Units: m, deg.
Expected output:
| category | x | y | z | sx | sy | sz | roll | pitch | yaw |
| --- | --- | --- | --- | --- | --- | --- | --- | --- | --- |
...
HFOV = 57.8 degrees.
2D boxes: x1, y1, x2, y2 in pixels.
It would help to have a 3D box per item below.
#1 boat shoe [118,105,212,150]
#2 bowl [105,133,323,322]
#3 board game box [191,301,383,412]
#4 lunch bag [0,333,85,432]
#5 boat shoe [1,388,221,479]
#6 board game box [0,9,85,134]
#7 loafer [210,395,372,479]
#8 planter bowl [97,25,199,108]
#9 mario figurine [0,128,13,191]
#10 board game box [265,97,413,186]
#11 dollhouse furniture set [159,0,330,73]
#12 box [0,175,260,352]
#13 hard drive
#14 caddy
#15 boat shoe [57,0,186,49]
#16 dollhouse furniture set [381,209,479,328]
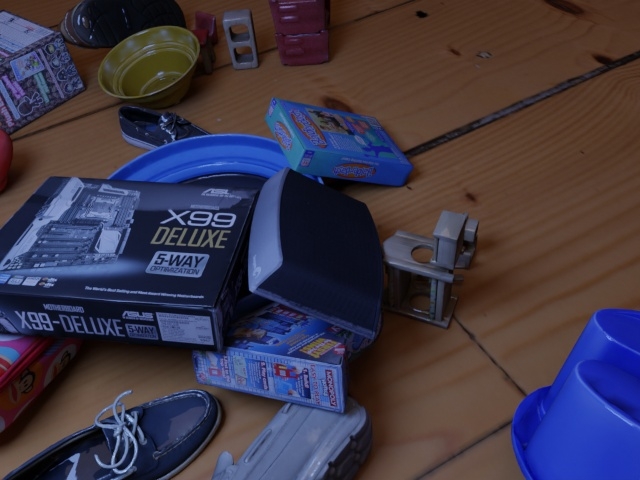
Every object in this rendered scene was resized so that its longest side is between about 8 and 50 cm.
| category | x | y | z | sx | sy | sz | roll | pitch | yaw |
| --- | --- | --- | --- | --- | --- | --- | --- | --- | --- |
| boat shoe | -0.289 | -0.210 | 1.096 | 0.229 | 0.076 | 0.080 | 20 | 53 | 24 |
| bowl | -0.179 | -0.020 | 0.905 | 0.392 | 0.077 | 0.391 | -3 | 47 | 4 |
| board game box | -0.017 | 0.131 | 0.696 | 0.194 | 0.060 | 0.194 | 10 | 21 | 41 |
| lunch bag | -0.484 | 0.121 | 0.735 | 0.293 | 0.120 | 0.258 | 21 | 40 | 8 |
| boat shoe | -0.238 | 0.240 | 0.667 | 0.255 | 0.079 | 0.095 | -23 | 48 | -13 |
| board game box | -0.705 | -0.340 | 1.226 | 0.232 | 0.141 | 0.291 | 28 | 56 | 29 |
| loafer | -0.074 | 0.274 | 0.600 | 0.112 | 0.112 | 0.319 | 22 | 44 | 36 |
| planter bowl | -0.339 | -0.341 | 1.205 | 0.217 | 0.090 | 0.217 | -6 | 56 | 9 |
| mario figurine | -0.705 | -0.146 | 1.014 | 0.321 | 0.197 | 0.170 | -13 | 7 | 4 |
| board game box | 0.030 | -0.163 | 0.969 | 0.210 | 0.047 | 0.160 | 5 | 39 | -30 |
| dollhouse furniture set | -0.162 | -0.499 | 1.297 | 0.375 | 0.152 | 0.201 | -3 | 47 | 4 |
| box | -0.246 | 0.017 | 0.736 | 0.308 | 0.076 | 0.242 | 4 | 38 | 6 |
| hard drive | 0.000 | 0.000 | 0.727 | 0.172 | 0.054 | 0.254 | 24 | 29 | -15 |
| caddy | 0.362 | 0.217 | 0.550 | 0.342 | 0.179 | 0.241 | 22 | 31 | 25 |
| boat shoe | -0.445 | -0.493 | 1.306 | 0.120 | 0.122 | 0.324 | 0 | 18 | 31 |
| dollhouse furniture set | 0.148 | -0.008 | 0.778 | 0.101 | 0.181 | 0.161 | 15 | 51 | 20 |
